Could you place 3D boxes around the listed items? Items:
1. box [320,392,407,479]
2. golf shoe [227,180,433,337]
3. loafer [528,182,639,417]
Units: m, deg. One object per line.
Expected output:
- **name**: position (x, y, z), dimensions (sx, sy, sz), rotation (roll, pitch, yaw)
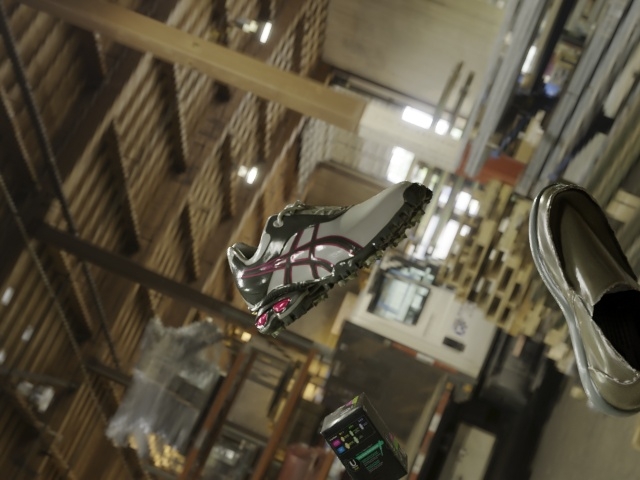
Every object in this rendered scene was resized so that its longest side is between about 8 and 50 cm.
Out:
- **box**: position (0.045, 0.208, 0.966), dimensions (0.052, 0.083, 0.062), rotation (-35, 0, 6)
- **golf shoe**: position (0.000, 0.000, 1.058), dimensions (0.273, 0.120, 0.105), rotation (-37, -4, 30)
- **loafer**: position (0.289, 0.047, 0.958), dimensions (0.087, 0.094, 0.251), rotation (124, 133, -61)
